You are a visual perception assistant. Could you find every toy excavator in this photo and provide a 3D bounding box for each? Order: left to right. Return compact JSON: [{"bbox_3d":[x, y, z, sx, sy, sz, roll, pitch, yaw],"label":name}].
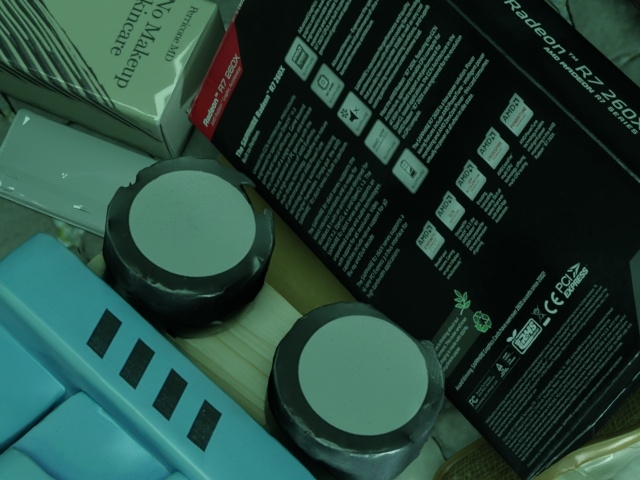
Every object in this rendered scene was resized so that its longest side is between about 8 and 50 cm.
[{"bbox_3d":[-0.210,0.140,0.910,0.433,0.222,0.445,40,59,13],"label":"toy excavator"}]

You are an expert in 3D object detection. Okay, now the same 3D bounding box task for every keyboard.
[{"bbox_3d":[-0.132,-0.027,1.131,0.256,0.014,0.072,21,72,8],"label":"keyboard"}]

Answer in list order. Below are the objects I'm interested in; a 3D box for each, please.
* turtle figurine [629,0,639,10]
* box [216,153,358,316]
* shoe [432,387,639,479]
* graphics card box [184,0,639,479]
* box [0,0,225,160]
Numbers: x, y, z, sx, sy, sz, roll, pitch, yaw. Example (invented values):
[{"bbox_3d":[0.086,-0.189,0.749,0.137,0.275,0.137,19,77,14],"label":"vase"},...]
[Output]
[{"bbox_3d":[0.300,-0.145,1.092,0.175,0.118,0.234,-20,70,-2],"label":"turtle figurine"},{"bbox_3d":[0.000,0.000,1.100,0.201,0.021,0.164,30,69,11],"label":"box"},{"bbox_3d":[0.174,0.142,1.053,0.219,0.058,0.076,-29,56,-9],"label":"shoe"},{"bbox_3d":[0.089,-0.052,0.977,0.094,0.232,0.371,-21,60,-45],"label":"graphics card box"},{"bbox_3d":[-0.217,-0.167,1.128,0.275,0.094,0.113,21,76,8],"label":"box"}]
